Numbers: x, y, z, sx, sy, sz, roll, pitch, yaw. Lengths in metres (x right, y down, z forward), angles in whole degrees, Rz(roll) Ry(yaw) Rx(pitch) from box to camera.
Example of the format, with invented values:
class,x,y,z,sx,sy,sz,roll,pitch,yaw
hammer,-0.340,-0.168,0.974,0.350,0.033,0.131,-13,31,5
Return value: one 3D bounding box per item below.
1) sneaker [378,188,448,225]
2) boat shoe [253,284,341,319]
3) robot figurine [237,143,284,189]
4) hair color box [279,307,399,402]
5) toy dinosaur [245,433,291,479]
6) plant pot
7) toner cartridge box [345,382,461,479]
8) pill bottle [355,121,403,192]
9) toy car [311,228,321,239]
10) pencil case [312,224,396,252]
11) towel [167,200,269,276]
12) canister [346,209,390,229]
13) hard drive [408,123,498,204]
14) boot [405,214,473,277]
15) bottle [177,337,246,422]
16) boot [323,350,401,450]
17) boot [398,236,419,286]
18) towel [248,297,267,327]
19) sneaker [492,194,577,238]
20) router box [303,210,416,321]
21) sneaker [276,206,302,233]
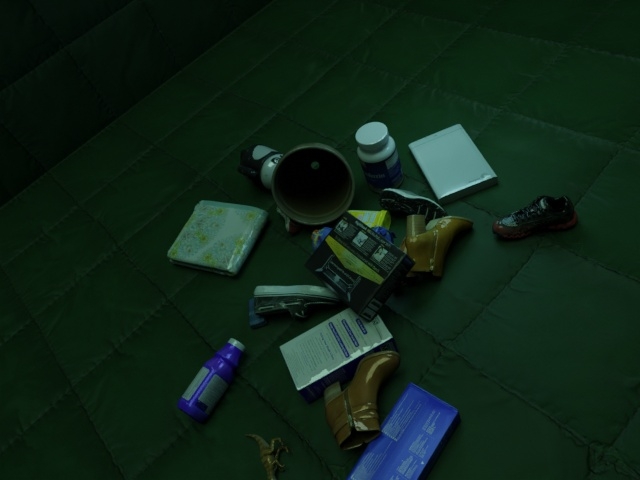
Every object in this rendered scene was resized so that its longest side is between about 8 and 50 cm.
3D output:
class,x,y,z,sx,sy,sz,roll,pitch,yaw
sneaker,0.359,-0.137,1.973,0.271,0.100,0.108,26,29,25
boat shoe,-0.079,0.225,1.859,0.335,0.121,0.119,-3,74,19
robot figurine,-0.243,-0.330,2.326,0.278,0.173,0.209,30,76,38
hair color box,0.058,0.351,1.687,0.339,0.110,0.185,-30,45,-1
toy dinosaur,-0.158,0.635,1.571,0.112,0.064,0.211,-32,47,-3
plant pot,-0.024,-0.261,2.110,0.323,0.323,0.280,-16,24,10
toner cartridge box,0.228,0.584,1.445,0.165,0.075,0.348,24,64,37
pill bottle,0.231,-0.326,2.066,0.153,0.265,0.153,-12,49,14
toy car,0.000,0.000,2.044,0.060,0.040,0.122,-26,47,1
pencil case,0.117,0.011,1.891,0.306,0.133,0.119,0,10,38
towel,-0.434,-0.014,2.209,0.374,0.090,0.320,9,59,28
canister,0.170,-0.059,2.002,0.170,0.073,0.126,4,54,27
hard drive,0.518,-0.310,2.082,0.233,0.047,0.353,-21,48,5
boot,0.413,0.024,1.811,0.104,0.295,0.211,-14,77,61
bottle,-0.357,0.463,1.757,0.092,0.118,0.283,17,61,33
boot,0.137,0.461,1.520,0.283,0.109,0.220,-30,27,4
boot,0.316,0.069,1.839,0.197,0.073,0.152,-32,45,11
towel,-0.234,0.265,1.930,0.067,0.029,0.119,-18,49,7
sneaker,0.715,-0.085,1.757,0.276,0.135,0.097,-12,51,15
router box,0.122,0.077,1.720,0.243,0.081,0.309,-52,48,2
sneaker,-0.131,-0.114,2.178,0.093,0.088,0.225,-31,44,25
